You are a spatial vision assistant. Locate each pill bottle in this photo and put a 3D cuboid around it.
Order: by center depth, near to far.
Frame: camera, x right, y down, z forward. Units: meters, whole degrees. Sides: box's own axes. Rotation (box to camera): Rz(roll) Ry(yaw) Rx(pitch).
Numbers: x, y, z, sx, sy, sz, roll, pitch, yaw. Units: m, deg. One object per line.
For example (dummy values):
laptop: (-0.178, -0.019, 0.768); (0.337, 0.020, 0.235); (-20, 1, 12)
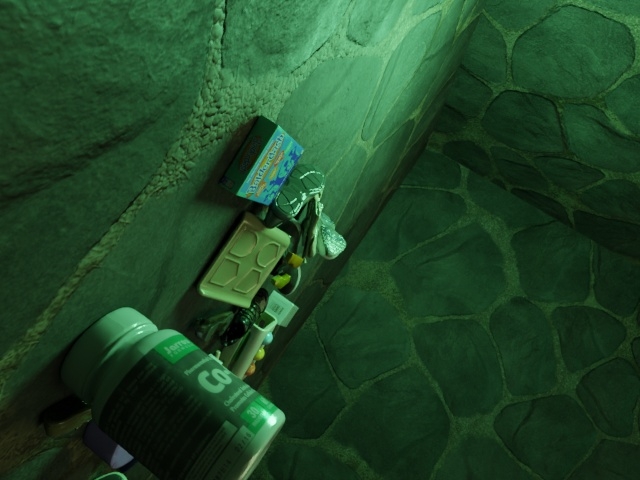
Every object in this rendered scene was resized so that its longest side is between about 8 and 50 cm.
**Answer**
pill bottle: (-0.261, 0.290, 0.809); (0.204, 0.361, 0.204); (-54, 169, -15)

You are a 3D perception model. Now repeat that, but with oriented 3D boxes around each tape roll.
tape roll: (-0.436, 0.409, 1.120); (0.275, 0.090, 0.275); (-55, 169, -16)

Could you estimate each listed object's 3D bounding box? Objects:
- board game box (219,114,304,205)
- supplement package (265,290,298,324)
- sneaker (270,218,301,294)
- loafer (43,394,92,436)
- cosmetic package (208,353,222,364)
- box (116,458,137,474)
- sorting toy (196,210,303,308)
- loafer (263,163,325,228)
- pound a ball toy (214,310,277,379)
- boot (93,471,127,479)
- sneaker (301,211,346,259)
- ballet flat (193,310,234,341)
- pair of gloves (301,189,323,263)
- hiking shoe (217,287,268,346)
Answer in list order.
board game box: (-0.118, -0.162, 0.978); (0.160, 0.047, 0.210); (-58, 169, 6)
supplement package: (-0.169, 0.287, 1.896); (0.105, 0.105, 0.179); (-55, 170, -9)
sneaker: (-0.134, 0.081, 1.399); (0.147, 0.105, 0.295); (-49, 153, -47)
loafer: (-0.460, 0.324, 0.866); (0.050, 0.056, 0.148); (-59, 159, 14)
cosmetic package: (-0.409, 0.454, 1.440); (0.099, 0.060, 0.239); (-61, 169, 17)
box: (-0.504, 0.604, 1.374); (0.225, 0.036, 0.136); (-45, 173, 19)
sorting toy: (-0.171, 0.066, 1.201); (0.229, 0.041, 0.307); (-59, 148, -1)
loafer: (-0.074, -0.120, 1.198); (0.084, 0.096, 0.267); (-42, -173, 38)
pound a ball toy: (-0.293, 0.424, 1.668); (0.319, 0.136, 0.208); (-61, 169, 20)
boot: (-0.635, 0.747, 1.236); (0.244, 0.088, 0.176); (-39, 161, -35)
sneaker: (0.000, 0.000, 1.570); (0.129, 0.111, 0.297); (-50, -159, 13)
ballet flat: (-0.308, 0.239, 1.310); (0.084, 0.058, 0.250); (-62, 174, 1)
pair of gloves: (-0.022, -0.058, 1.437); (0.240, 0.042, 0.204); (-91, -166, -57)
hiking shoe: (-0.237, 0.253, 1.473); (0.227, 0.086, 0.114); (-54, -165, -14)
